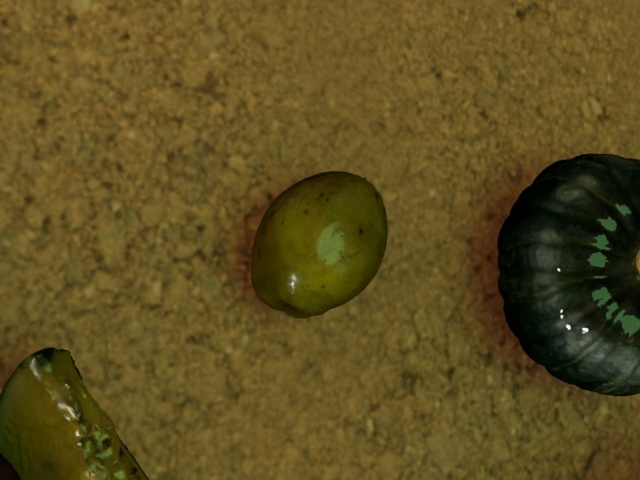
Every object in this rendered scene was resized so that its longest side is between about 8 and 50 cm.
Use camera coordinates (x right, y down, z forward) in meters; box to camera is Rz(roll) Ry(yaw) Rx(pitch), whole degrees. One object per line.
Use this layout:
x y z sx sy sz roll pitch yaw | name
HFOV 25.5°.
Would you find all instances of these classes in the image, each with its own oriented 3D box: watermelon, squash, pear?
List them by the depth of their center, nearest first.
-0.145 0.219 1.017 0.123 0.129 0.301 -31 93 -25 | watermelon
0.000 0.000 1.128 0.107 0.107 0.131 36 73 -22 | pear
0.255 0.028 1.230 0.218 0.172 0.218 0 94 2 | squash

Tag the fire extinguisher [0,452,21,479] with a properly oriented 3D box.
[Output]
-0.334 0.090 0.944 0.141 0.105 0.341 -38 97 -3 | fire extinguisher
